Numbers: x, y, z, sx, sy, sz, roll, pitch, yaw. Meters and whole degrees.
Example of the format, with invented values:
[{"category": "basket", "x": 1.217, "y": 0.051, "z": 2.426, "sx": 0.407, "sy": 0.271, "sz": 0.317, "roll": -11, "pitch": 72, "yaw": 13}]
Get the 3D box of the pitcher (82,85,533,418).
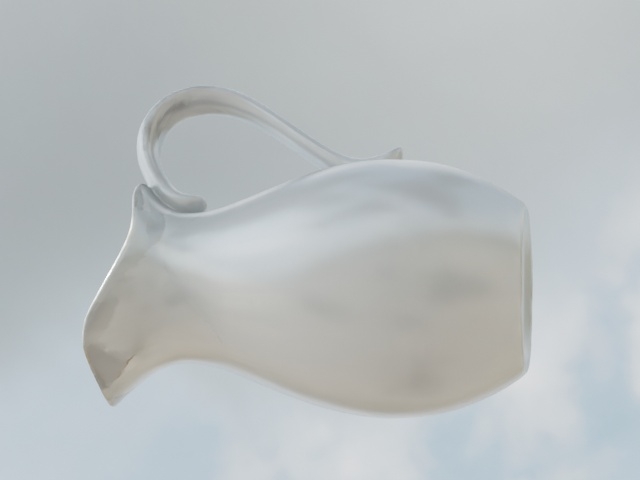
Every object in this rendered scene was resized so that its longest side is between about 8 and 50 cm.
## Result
[{"category": "pitcher", "x": 0.000, "y": 0.000, "z": 0.982, "sx": 0.207, "sy": 0.178, "sz": 0.125, "roll": 0, "pitch": -25, "yaw": 10}]
